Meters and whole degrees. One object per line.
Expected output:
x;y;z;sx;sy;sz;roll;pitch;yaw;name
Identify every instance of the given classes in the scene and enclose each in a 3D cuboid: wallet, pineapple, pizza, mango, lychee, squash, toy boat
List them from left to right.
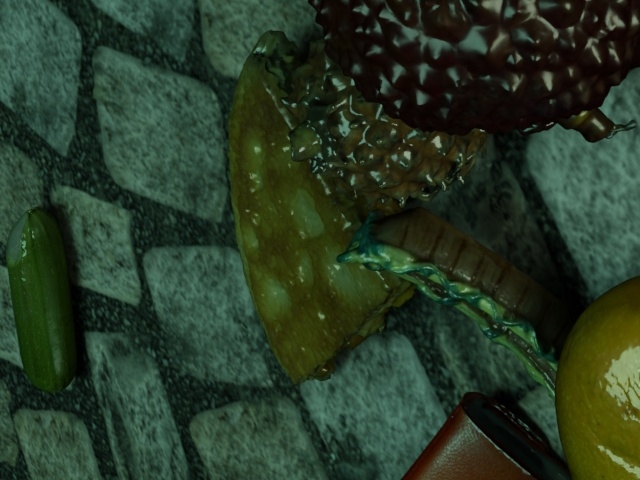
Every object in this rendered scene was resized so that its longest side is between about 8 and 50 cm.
-0.314;0.068;2.045;0.069;0.069;0.239;24;127;40;squash
-0.022;-0.022;1.645;0.268;0.087;0.258;59;146;10;pizza
0.049;-0.103;1.430;0.166;0.193;0.166;36;140;38;pineapple
0.142;0.237;1.620;0.142;0.045;0.204;41;137;10;wallet
0.118;-0.186;1.254;0.264;0.264;0.300;-17;111;52;lychee
0.146;0.072;1.469;0.293;0.099;0.108;41;170;-11;toy boat
0.265;0.164;1.387;0.177;0.120;0.295;13;121;36;mango
